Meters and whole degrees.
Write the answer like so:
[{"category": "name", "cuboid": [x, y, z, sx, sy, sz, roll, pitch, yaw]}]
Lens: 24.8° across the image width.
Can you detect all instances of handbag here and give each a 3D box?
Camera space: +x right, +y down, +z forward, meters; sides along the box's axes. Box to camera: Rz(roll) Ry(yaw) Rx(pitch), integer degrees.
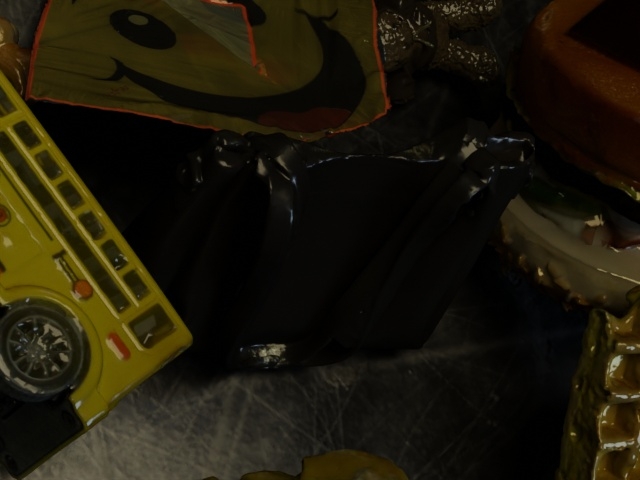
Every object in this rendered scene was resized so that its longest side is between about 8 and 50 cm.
[{"category": "handbag", "cuboid": [0.000, 0.000, 1.088, 0.285, 0.257, 0.113, 0, 59, -26]}]

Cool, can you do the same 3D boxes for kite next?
[{"category": "kite", "cuboid": [-0.097, -0.167, 1.154, 0.377, 0.013, 0.327, -22, 50, -41]}]

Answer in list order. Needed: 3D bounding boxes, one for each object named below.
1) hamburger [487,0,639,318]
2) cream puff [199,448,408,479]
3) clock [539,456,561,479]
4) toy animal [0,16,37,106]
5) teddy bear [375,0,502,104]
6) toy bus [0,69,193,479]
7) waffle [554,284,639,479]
[{"category": "hamburger", "cuboid": [0.267, -0.069, 1.252, 0.291, 0.225, 0.291, 11, 38, -9]}, {"category": "cream puff", "cuboid": [0.007, 0.275, 0.996, 0.324, 0.291, 0.257, -22, 50, -18]}, {"category": "clock", "cuboid": [0.309, 0.308, 1.234, 0.319, 0.066, 0.319, 11, 64, -23]}, {"category": "toy animal", "cuboid": [-0.234, -0.151, 1.146, 0.081, 0.060, 0.083, -28, 84, 7]}, {"category": "teddy bear", "cuboid": [0.086, -0.185, 1.319, 0.160, 0.078, 0.119, -8, 107, -35]}, {"category": "toy bus", "cuboid": [-0.237, -0.017, 0.949, 0.152, 0.144, 0.330, -36, 90, -39]}, {"category": "waffle", "cuboid": [0.276, 0.125, 1.159, 0.160, 0.055, 0.211, 5, 100, -27]}]
